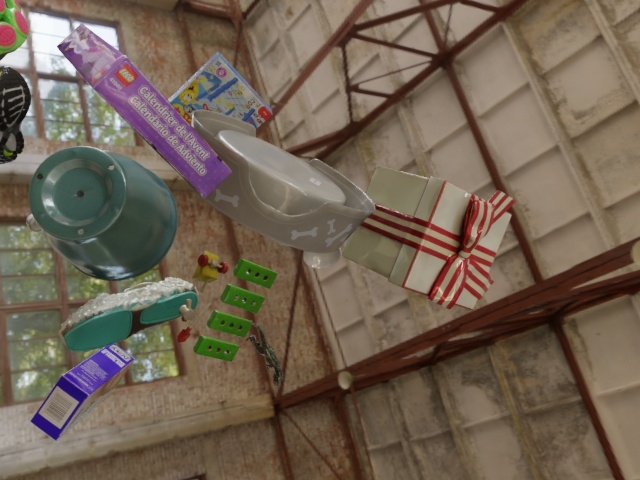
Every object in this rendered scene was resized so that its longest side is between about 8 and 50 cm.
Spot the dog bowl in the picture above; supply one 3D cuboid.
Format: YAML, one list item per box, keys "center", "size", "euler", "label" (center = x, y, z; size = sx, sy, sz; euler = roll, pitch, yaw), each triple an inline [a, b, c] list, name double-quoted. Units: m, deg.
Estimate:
- center: [-0.079, -0.099, 1.029]
  size: [0.349, 0.348, 0.102]
  euler: [45, -68, 43]
  label: "dog bowl"

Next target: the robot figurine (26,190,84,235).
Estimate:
- center: [-0.684, -0.100, 1.689]
  size: [0.353, 0.299, 0.200]
  euler: [8, -62, 63]
  label: "robot figurine"

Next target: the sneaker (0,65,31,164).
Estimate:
- center: [-0.845, -0.335, 1.538]
  size: [0.121, 0.111, 0.300]
  euler: [41, -51, 6]
  label: "sneaker"

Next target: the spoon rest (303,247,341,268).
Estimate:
- center: [0.000, 0.000, 2.030]
  size: [0.084, 0.137, 0.277]
  euler: [-98, 180, -49]
  label: "spoon rest"

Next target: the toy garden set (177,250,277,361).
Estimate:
- center: [-0.239, 0.146, 1.372]
  size: [0.049, 0.203, 0.244]
  euler: [32, -85, 48]
  label: "toy garden set"

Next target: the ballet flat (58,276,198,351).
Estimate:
- center: [-0.526, 0.188, 1.607]
  size: [0.146, 0.408, 0.147]
  euler: [12, -72, 42]
  label: "ballet flat"

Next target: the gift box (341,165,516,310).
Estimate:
- center: [0.249, -0.010, 1.264]
  size: [0.258, 0.276, 0.255]
  euler: [27, -79, 55]
  label: "gift box"

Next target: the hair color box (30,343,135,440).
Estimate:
- center: [-0.739, 0.466, 1.869]
  size: [0.110, 0.339, 0.185]
  euler: [37, -81, -2]
  label: "hair color box"

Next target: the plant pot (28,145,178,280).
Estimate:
- center: [-0.449, -0.065, 1.204]
  size: [0.255, 0.271, 0.272]
  euler: [108, -26, -80]
  label: "plant pot"

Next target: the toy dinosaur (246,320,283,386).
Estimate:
- center: [-0.197, 0.376, 2.061]
  size: [0.118, 0.064, 0.268]
  euler: [11, -52, 61]
  label: "toy dinosaur"

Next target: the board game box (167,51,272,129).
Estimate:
- center: [-0.401, -0.518, 2.326]
  size: [0.302, 0.308, 0.086]
  euler: [-39, -151, 13]
  label: "board game box"

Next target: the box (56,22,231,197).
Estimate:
- center: [-0.255, -0.191, 0.834]
  size: [0.057, 0.201, 0.293]
  euler: [-45, -140, -4]
  label: "box"

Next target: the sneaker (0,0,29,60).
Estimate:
- center: [-0.700, -0.333, 1.085]
  size: [0.202, 0.185, 0.483]
  euler: [-12, -127, 21]
  label: "sneaker"
